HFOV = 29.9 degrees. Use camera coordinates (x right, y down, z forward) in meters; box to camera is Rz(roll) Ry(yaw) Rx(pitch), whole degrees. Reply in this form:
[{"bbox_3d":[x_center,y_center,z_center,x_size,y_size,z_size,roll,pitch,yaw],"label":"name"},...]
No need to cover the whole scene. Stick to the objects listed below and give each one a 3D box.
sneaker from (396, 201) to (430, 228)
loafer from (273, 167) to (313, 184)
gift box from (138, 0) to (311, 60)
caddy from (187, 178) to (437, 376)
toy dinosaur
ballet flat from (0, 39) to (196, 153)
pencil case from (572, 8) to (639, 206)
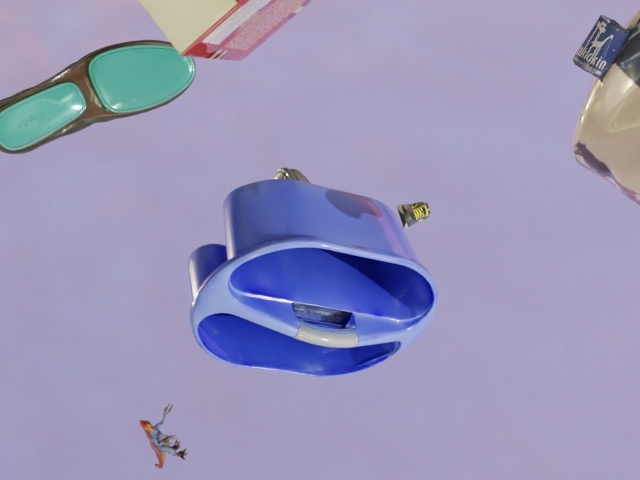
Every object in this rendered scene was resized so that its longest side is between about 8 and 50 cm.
[{"bbox_3d":[0.119,-0.037,1.514,0.035,0.031,0.083,-17,-174,13],"label":"sneaker"},{"bbox_3d":[0.000,0.000,1.935,0.084,0.096,0.267,-5,-119,-33],"label":"loafer"},{"bbox_3d":[-0.111,-0.365,1.268,0.255,0.258,0.276,-39,176,9],"label":"gift box"},{"bbox_3d":[-0.013,0.068,1.569,0.241,0.341,0.179,-56,-143,34],"label":"caddy"},{"bbox_3d":[-0.204,0.252,1.499,0.090,0.082,0.047,-50,-143,12],"label":"toy dinosaur"},{"bbox_3d":[-0.300,-0.193,1.542,0.280,0.095,0.096,-21,-163,-15],"label":"ballet flat"},{"bbox_3d":[0.365,-0.035,0.786,0.410,0.183,0.160,34,-129,23],"label":"pencil case"}]
